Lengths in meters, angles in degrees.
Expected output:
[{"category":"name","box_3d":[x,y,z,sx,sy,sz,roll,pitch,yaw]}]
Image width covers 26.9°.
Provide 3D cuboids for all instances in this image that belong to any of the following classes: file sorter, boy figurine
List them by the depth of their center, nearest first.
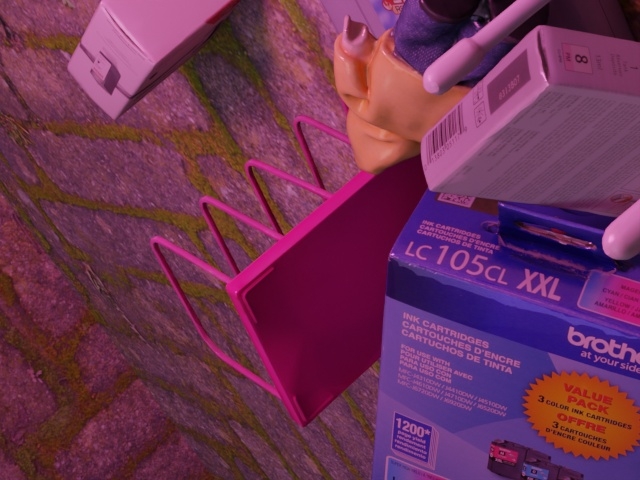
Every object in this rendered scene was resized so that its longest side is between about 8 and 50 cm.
[{"category":"boy figurine","box_3d":[0.094,-0.133,1.089,0.177,0.092,0.285,15,158,-7]},{"category":"file sorter","box_3d":[0.000,0.000,1.398,0.182,0.291,0.202,29,152,44]}]

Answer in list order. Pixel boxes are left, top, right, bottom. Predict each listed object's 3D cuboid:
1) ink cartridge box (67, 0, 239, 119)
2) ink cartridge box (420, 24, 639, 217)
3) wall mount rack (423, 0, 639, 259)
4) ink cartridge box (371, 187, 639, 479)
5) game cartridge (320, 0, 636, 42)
[{"category":"ink cartridge box","box_3d":[-0.183,-0.239,1.491,0.092,0.158,0.218,49,158,-7]},{"category":"ink cartridge box","box_3d":[0.221,-0.081,1.027,0.189,0.232,0.066,135,133,-58]},{"category":"wall mount rack","box_3d":[0.239,-0.107,0.703,0.350,0.304,0.130,-127,37,-56]},{"category":"ink cartridge box","box_3d":[0.200,0.103,1.236,0.270,0.151,0.395,17,133,17]},{"category":"game cartridge","box_3d":[0.132,-0.168,1.149,0.297,0.062,0.198,6,139,50]}]
